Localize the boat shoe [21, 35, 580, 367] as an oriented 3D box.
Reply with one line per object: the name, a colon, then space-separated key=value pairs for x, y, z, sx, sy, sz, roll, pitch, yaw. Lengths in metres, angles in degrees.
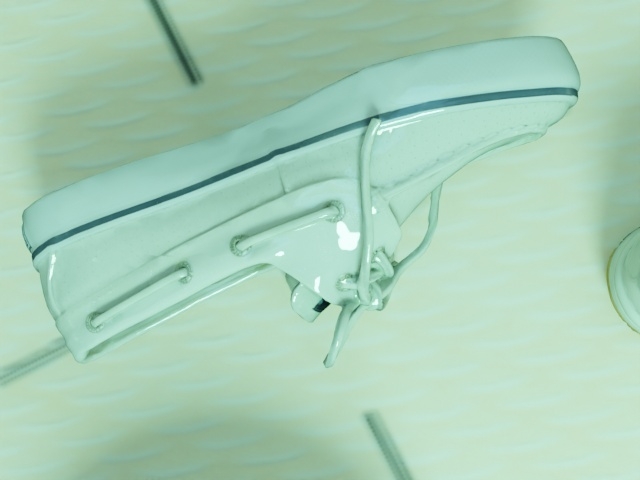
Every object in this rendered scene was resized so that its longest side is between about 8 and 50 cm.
boat shoe: x=-0.003 y=0.000 z=0.564 sx=0.367 sy=0.136 sz=0.156 roll=-19 pitch=81 yaw=5

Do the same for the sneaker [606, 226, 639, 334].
sneaker: x=0.325 y=-0.020 z=0.543 sx=0.296 sy=0.131 sz=0.111 roll=-29 pitch=80 yaw=-1
